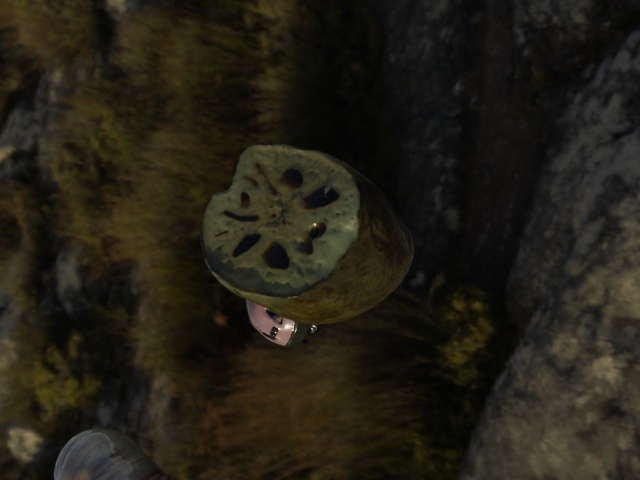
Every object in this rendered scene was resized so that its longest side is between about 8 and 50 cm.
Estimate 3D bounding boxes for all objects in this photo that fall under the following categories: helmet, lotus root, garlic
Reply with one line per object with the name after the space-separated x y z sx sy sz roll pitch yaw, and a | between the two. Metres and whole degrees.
-0.075 0.091 2.005 0.198 0.154 0.253 112 152 -47 | helmet
0.000 0.000 1.409 0.250 0.346 0.250 -2 85 19 | lotus root
-0.356 0.432 1.574 0.245 0.253 0.245 35 144 31 | garlic
